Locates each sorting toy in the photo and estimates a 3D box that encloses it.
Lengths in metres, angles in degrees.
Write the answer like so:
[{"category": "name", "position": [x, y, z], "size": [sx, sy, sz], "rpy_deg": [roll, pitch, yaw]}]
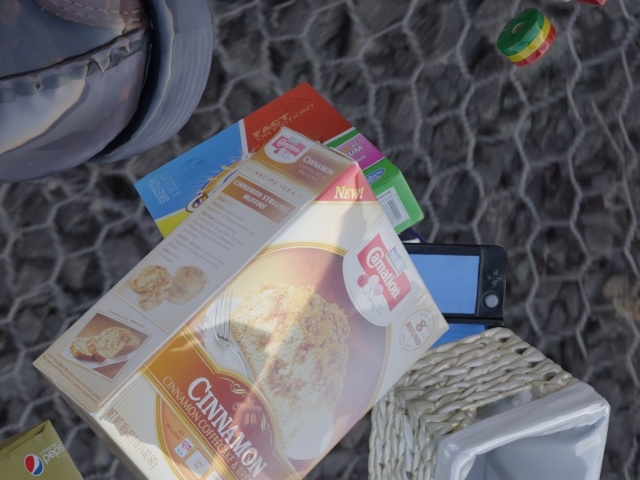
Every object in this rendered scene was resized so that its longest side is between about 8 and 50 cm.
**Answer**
[{"category": "sorting toy", "position": [0.234, -0.260, 1.271], "size": [0.046, 0.132, 0.274], "rpy_deg": [39, 87, -24]}]

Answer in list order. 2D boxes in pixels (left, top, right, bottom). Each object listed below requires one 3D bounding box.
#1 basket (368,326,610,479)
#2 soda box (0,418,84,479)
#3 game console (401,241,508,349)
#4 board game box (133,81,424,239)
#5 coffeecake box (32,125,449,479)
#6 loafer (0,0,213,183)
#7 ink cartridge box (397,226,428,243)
[{"category": "basket", "position": [0.098, 0.149, 0.919], "size": [0.113, 0.103, 0.167], "rpy_deg": [-15, 128, -24]}, {"category": "soda box", "position": [-0.183, 0.147, 0.675], "size": [0.181, 0.058, 0.061], "rpy_deg": [-28, 92, 33]}, {"category": "game console", "position": [0.105, 0.060, 1.259], "size": [0.122, 0.071, 0.107], "rpy_deg": [2, 101, -9]}, {"category": "board game box", "position": [-0.057, -0.044, 1.600], "size": [0.242, 0.316, 0.064], "rpy_deg": [-31, 119, -5]}, {"category": "coffeecake box", "position": [-0.036, 0.056, 0.792], "size": [0.185, 0.068, 0.142], "rpy_deg": [-45, 132, -15]}, {"category": "loafer", "position": [-0.156, -0.134, 0.415], "size": [0.302, 0.095, 0.109], "rpy_deg": [47, 132, 15]}, {"category": "ink cartridge box", "position": [0.000, 0.000, 1.894], "size": [0.333, 0.165, 0.065], "rpy_deg": [-7, 119, -26]}]
